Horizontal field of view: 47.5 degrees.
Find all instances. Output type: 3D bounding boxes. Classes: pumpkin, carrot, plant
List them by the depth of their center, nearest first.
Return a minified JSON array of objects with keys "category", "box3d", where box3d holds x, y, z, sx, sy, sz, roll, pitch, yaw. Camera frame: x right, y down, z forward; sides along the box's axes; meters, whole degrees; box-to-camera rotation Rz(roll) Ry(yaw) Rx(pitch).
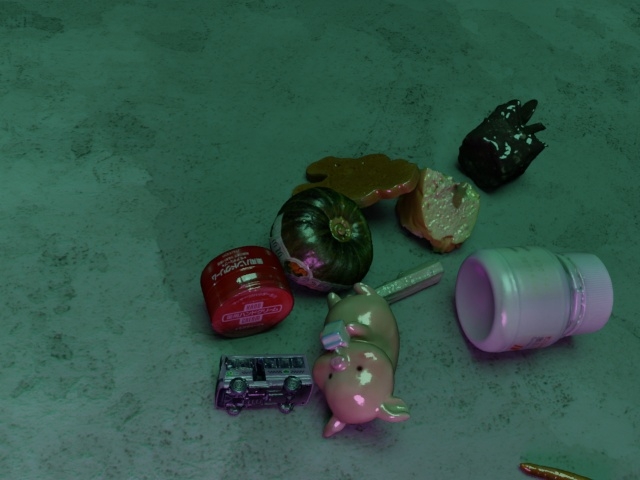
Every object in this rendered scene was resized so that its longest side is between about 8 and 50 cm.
[{"category":"carrot","box3d":[0.514,0.506,1.547,0.190,0.037,0.037,17,50,6]},{"category":"pumpkin","box3d":[-0.002,0.001,1.745,0.260,0.189,0.260,13,66,-32]},{"category":"plant","box3d":[0.538,-0.278,2.093,0.188,0.199,0.276,44,59,14]}]

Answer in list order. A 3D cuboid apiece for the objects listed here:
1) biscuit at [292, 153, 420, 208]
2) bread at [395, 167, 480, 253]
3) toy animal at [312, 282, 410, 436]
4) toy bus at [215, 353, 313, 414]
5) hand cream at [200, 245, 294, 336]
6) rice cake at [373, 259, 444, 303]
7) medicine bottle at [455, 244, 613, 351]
[{"category":"biscuit","box3d":[0.094,-0.151,1.886,0.334,0.047,0.202,-2,42,27]},{"category":"bread","box3d":[0.302,-0.073,1.938,0.184,0.224,0.211,9,92,-14]},{"category":"toy animal","box3d":[0.082,0.249,1.533,0.195,0.212,0.256,-17,28,29]},{"category":"toy bus","box3d":[-0.121,0.294,1.527,0.199,0.096,0.108,2,47,-15]},{"category":"hand cream","box3d":[-0.163,0.113,1.604,0.193,0.193,0.125,-11,52,-21]},{"category":"rice cake","box3d":[0.197,0.109,1.783,0.256,0.052,0.057,-21,30,-27]},{"category":"medicine bottle","box3d":[0.498,0.131,1.708,0.302,0.241,0.241,-4,53,-16]}]
